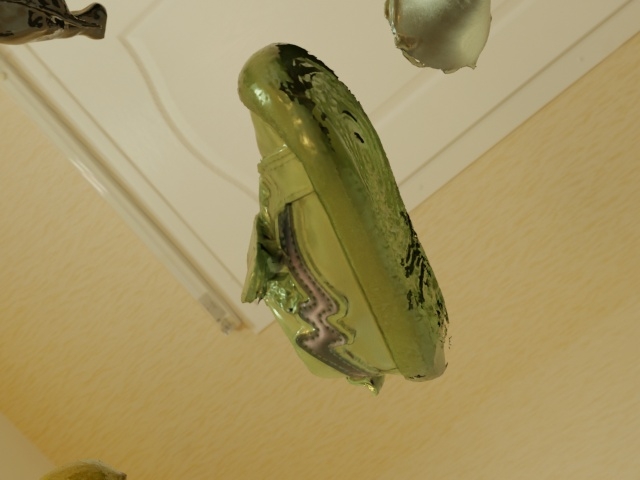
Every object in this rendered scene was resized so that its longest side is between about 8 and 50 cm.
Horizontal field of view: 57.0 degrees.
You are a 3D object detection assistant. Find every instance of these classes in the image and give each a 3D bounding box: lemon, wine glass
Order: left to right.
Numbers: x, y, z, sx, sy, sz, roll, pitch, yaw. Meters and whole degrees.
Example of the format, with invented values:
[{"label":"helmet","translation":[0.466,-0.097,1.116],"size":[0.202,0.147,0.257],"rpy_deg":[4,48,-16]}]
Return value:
[{"label":"lemon","translation":[-0.177,0.190,0.419],"size":[0.062,0.083,0.062],"rpy_deg":[51,157,31]},{"label":"wine glass","translation":[0.184,-0.286,0.643],"size":[0.156,0.156,0.232],"rpy_deg":[49,168,-12]}]

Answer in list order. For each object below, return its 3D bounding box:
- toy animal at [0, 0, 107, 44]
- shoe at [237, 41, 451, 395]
[{"label":"toy animal","translation":[-0.264,-0.219,0.428],"size":[0.245,0.114,0.146],"rpy_deg":[21,-154,19]},{"label":"shoe","translation":[0.006,-0.003,0.411],"size":[0.262,0.128,0.140],"rpy_deg":[60,-172,-15]}]
